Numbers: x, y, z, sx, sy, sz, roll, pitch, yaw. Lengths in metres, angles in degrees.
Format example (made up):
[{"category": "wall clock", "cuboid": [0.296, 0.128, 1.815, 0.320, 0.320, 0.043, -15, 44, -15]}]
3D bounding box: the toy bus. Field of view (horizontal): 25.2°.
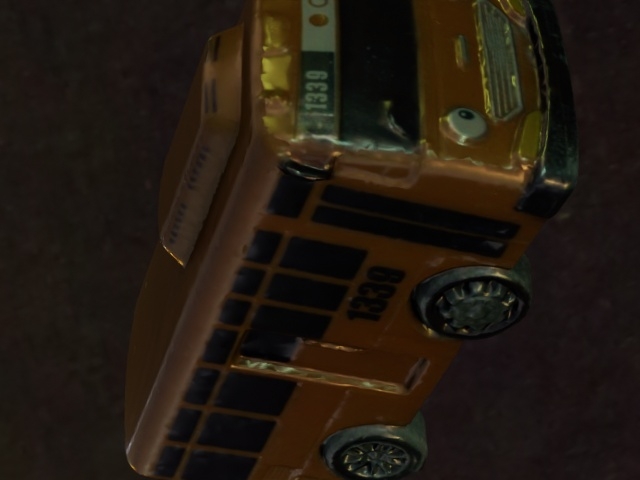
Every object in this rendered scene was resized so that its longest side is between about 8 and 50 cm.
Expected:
[{"category": "toy bus", "cuboid": [0.000, 0.000, 0.485, 0.201, 0.114, 0.098, 116, 159, -48]}]
